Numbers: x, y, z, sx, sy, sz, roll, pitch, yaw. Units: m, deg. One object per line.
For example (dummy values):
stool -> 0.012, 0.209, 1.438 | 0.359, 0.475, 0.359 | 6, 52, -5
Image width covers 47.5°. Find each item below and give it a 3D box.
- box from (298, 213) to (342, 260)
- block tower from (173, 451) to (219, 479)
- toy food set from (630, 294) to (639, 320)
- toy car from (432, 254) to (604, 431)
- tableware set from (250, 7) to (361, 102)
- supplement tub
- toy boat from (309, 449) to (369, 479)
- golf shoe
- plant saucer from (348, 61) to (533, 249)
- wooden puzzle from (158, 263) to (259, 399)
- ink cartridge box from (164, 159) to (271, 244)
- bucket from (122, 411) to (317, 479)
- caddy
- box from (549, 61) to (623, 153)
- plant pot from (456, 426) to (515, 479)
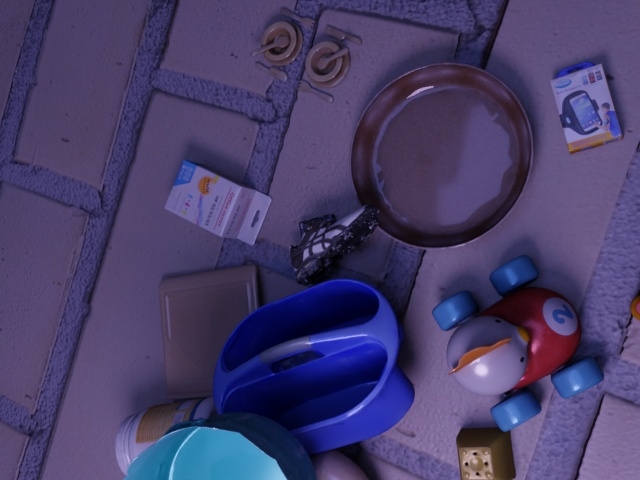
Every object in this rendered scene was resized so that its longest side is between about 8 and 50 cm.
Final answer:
box -> 0.000, 0.000, 1.308 | 0.067, 0.018, 0.083 | -15, 80, 23
block tower -> -0.141, 0.492, 1.144 | 0.097, 0.091, 0.335 | -19, 87, 18
toy food set -> 0.549, 0.134, 1.000 | 0.232, 0.104, 0.111 | 43, 103, 21
toy car -> 0.267, 0.153, 1.054 | 0.210, 0.238, 0.219 | -34, 73, 18
tableware set -> -0.035, -0.347, 1.340 | 0.194, 0.039, 0.128 | 29, 98, 23
supplement tub -> -0.256, 0.366, 1.327 | 0.199, 0.144, 0.144 | -13, 81, 23
toy boat -> -0.046, 0.469, 1.239 | 0.318, 0.148, 0.268 | 7, 94, 17
golf shoe -> 0.014, -0.010, 1.242 | 0.198, 0.077, 0.094 | -42, 61, 25
plant saucer -> 0.198, -0.138, 1.212 | 0.310, 0.050, 0.311 | -2, 86, 24
wooden puzzle -> -0.204, 0.174, 1.379 | 0.221, 0.044, 0.239 | -9, 78, 24
ink cartridge box -> -0.194, -0.071, 1.378 | 0.181, 0.061, 0.104 | 25, 97, 24
bucket -> -0.135, 0.374, 1.002 | 0.281, 0.183, 0.281 | 0, 88, 9
caddy -> -0.014, 0.203, 1.170 | 0.341, 0.179, 0.241 | -23, 50, 21
box -> 0.411, -0.212, 1.133 | 0.081, 0.028, 0.136 | -16, 81, 23
plant pot -> 0.251, 0.338, 1.132 | 0.081, 0.083, 0.081 | -9, 82, 24
